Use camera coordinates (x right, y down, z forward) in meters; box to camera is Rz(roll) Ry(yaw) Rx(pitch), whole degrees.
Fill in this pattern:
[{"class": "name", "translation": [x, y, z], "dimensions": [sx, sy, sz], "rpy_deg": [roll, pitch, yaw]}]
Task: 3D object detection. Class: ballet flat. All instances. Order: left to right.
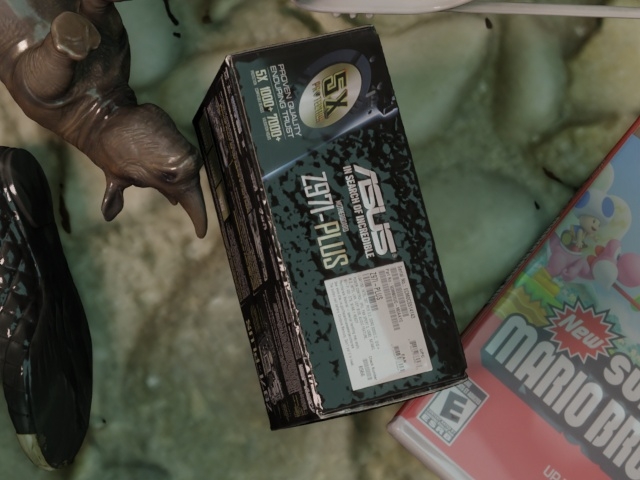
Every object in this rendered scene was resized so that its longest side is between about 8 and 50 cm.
[{"class": "ballet flat", "translation": [-0.156, 0.035, 0.872], "dimensions": [0.049, 0.057, 0.173], "rpy_deg": [-16, 82, 28]}]

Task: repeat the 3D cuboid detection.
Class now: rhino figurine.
[{"class": "rhino figurine", "translation": [-0.132, -0.099, 0.860], "dimensions": [0.073, 0.106, 0.243], "rpy_deg": [-38, 89, -32]}]

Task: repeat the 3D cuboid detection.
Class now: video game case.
[{"class": "video game case", "translation": [0.201, 0.064, 0.942], "dimensions": [0.204, 0.025, 0.285], "rpy_deg": [41, 76, -3]}]

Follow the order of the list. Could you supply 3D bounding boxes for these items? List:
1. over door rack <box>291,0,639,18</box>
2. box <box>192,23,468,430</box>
[{"class": "over door rack", "translation": [0.137, -0.232, 0.896], "dimensions": [0.324, 0.108, 0.240], "rpy_deg": [3, 77, -24]}, {"class": "box", "translation": [0.000, 0.000, 0.849], "dimensions": [0.077, 0.147, 0.180], "rpy_deg": [-13, 83, -13]}]
